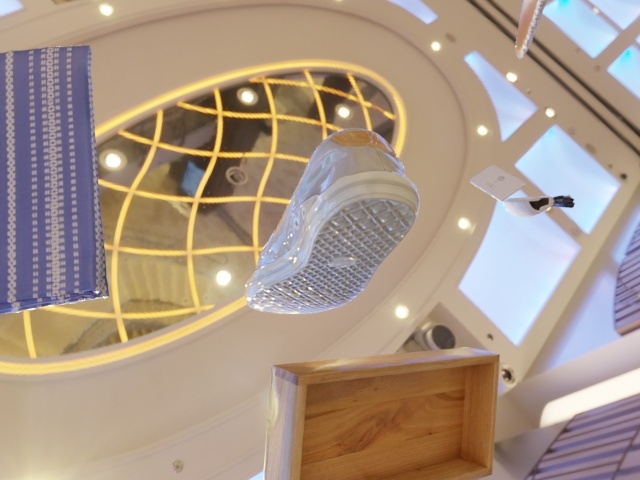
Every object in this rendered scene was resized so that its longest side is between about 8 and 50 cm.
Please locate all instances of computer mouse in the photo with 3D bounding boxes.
[{"bbox_3d":[0.441,-0.070,1.114,0.193,0.106,0.042,-6,-85,-41],"label":"computer mouse"}]

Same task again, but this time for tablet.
[{"bbox_3d":[0.297,-0.098,0.904,0.054,0.006,0.083,-33,-140,-6],"label":"tablet"}]

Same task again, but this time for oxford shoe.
[{"bbox_3d":[0.000,0.000,0.766,0.169,0.449,0.130,4,-118,-19],"label":"oxford shoe"}]

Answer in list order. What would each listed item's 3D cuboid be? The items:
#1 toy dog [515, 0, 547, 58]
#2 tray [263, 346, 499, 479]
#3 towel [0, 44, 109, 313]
[{"bbox_3d":[0.053,-0.198,0.270,0.220,0.161,0.333,41,-146,-10],"label":"toy dog"},{"bbox_3d":[0.110,0.277,0.804,0.411,0.076,0.202,5,-91,-36],"label":"tray"},{"bbox_3d":[-0.360,-0.039,0.474,0.336,0.040,0.243,-9,-102,-1],"label":"towel"}]
